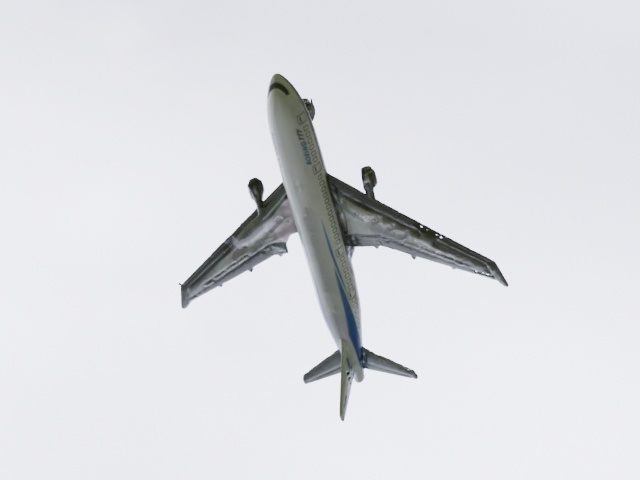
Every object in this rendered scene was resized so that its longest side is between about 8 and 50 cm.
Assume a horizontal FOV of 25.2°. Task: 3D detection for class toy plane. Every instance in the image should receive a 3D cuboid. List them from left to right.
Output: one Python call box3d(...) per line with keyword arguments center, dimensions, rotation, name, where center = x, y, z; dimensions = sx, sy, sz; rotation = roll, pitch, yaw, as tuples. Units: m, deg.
box3d(center=(0.001, 0.000, 0.906), dimensions=(0.226, 0.226, 0.058), rotation=(-5, -163, 22), name="toy plane")
